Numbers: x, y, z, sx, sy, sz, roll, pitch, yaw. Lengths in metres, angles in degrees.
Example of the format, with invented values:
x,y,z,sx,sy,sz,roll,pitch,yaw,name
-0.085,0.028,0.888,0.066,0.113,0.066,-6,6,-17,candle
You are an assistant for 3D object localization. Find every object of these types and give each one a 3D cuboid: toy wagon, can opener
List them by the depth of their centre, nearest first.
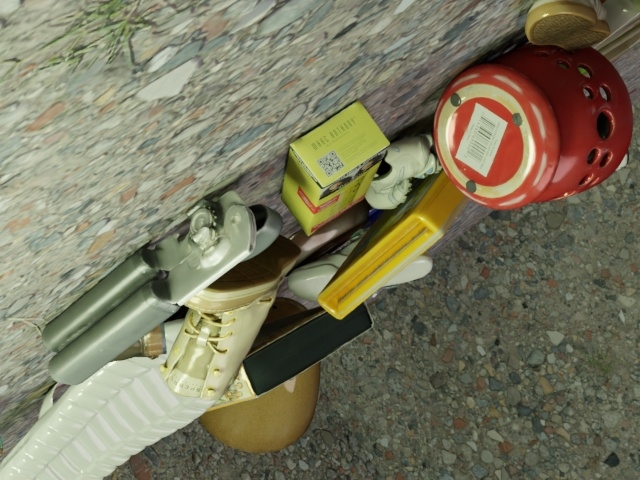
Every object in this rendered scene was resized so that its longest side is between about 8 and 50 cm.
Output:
x,y,z,sx,sy,sz,roll,pitch,yaw,name
-0.155,0.053,1.282,0.283,0.076,0.095,-37,146,25,can opener
0.410,-0.296,1.653,0.267,0.068,0.344,-33,172,-14,toy wagon

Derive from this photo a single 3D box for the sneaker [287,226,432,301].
x,y,z,sx,sy,sz,roll,pitch,yaw,name
0.052,0.026,1.876,0.212,0.094,0.080,-12,149,-2,sneaker

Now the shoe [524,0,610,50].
x,y,z,sx,sy,sz,roll,pitch,yaw,name
0.263,-0.247,1.388,0.076,0.058,0.219,-15,176,21,shoe

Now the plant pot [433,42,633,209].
x,y,z,sx,sy,sz,roll,pitch,yaw,name
0.243,-0.130,1.505,0.174,0.191,0.191,-23,167,-46,plant pot

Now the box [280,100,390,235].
x,y,z,sx,sy,sz,roll,pitch,yaw,name
0.011,-0.071,1.359,0.087,0.058,0.232,-34,173,-11,box

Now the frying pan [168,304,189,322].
x,y,z,sx,sy,sz,roll,pitch,yaw,name
-0.211,0.134,1.811,0.326,0.053,0.197,-34,175,23,frying pan

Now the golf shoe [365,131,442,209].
x,y,z,sx,sy,sz,roll,pitch,yaw,name
0.081,-0.089,1.637,0.086,0.069,0.176,-4,160,-24,golf shoe

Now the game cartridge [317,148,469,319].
x,y,z,sx,sy,sz,roll,pitch,yaw,name
0.145,-0.064,1.726,0.324,0.052,0.285,-55,-173,-37,game cartridge

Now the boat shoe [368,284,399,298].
x,y,z,sx,sy,sz,roll,pitch,yaw,name
0.077,0.051,2.037,0.079,0.081,0.227,-17,174,25,boat shoe

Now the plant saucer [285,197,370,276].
x,y,z,sx,sy,sz,roll,pitch,yaw,name
0.000,0.000,1.899,0.198,0.036,0.198,-33,172,-5,plant saucer

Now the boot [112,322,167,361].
x,y,z,sx,sy,sz,roll,pitch,yaw,name
-0.236,0.102,1.454,0.106,0.082,0.219,-7,176,-12,boot

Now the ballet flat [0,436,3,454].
x,y,z,sx,sy,sz,roll,pitch,yaw,name
-0.464,0.282,1.521,0.206,0.067,0.073,-34,174,3,ballet flat

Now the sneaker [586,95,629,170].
x,y,z,sx,sy,sz,roll,pitch,yaw,name
0.310,-0.121,1.728,0.124,0.107,0.283,-25,-172,-9,sneaker

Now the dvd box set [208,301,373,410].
x,y,z,sx,sy,sz,roll,pitch,yaw,name
-0.164,0.198,1.939,0.420,0.062,0.307,-20,-176,37,dvd box set

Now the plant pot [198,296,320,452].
x,y,z,sx,sy,sz,roll,pitch,yaw,name
-0.096,0.218,2.307,0.237,0.237,0.254,-30,157,-32,plant pot

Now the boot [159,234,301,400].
x,y,z,sx,sy,sz,roll,pitch,yaw,name
-0.124,0.095,1.456,0.203,0.095,0.262,-62,172,16,boot

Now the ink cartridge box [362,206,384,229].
x,y,z,sx,sy,sz,roll,pitch,yaw,name
0.183,-0.078,2.070,0.311,0.065,0.186,-29,177,-22,ink cartridge box

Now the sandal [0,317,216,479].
x,y,z,sx,sy,sz,roll,pitch,yaw,name
-0.288,0.217,1.707,0.416,0.102,0.169,-38,130,13,sandal
